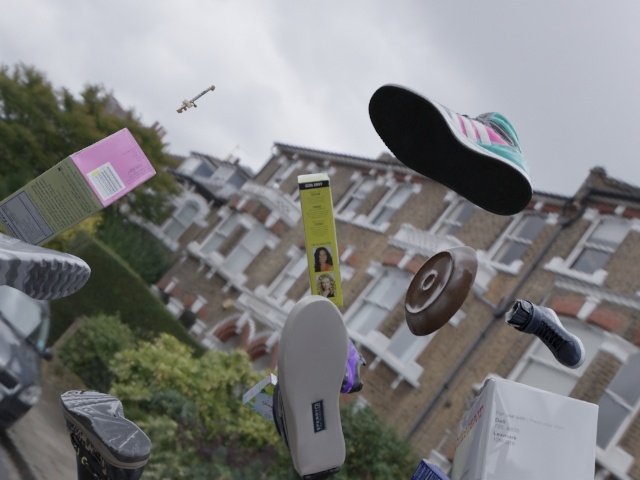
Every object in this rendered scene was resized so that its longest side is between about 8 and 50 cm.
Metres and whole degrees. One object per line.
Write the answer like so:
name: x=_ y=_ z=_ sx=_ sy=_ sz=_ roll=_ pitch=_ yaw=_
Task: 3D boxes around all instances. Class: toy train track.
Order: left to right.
toy train track: x=-0.226 y=-0.256 z=1.398 sx=0.048 sy=0.083 sz=0.014 roll=42 pitch=-13 yaw=54

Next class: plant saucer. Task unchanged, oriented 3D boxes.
plant saucer: x=0.218 y=0.087 z=1.445 sx=0.036 sy=0.199 sz=0.198 roll=34 pitch=-13 yaw=-17

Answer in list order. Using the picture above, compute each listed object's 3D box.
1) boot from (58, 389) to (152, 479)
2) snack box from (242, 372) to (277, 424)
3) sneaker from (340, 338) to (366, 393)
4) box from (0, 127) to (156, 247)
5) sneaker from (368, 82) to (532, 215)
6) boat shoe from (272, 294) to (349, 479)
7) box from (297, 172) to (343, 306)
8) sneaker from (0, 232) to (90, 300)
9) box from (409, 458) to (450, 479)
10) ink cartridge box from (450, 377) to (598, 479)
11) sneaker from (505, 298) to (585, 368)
boot: x=-0.505 y=0.516 z=1.711 sx=0.138 sy=0.285 sz=0.377 roll=3 pitch=11 yaw=-40
snack box: x=-0.103 y=0.388 z=1.828 sx=0.141 sy=0.100 sz=0.037 roll=38 pitch=22 yaw=-29
sneaker: x=0.062 y=0.339 z=2.297 sx=0.146 sy=0.294 sz=0.102 roll=17 pitch=-47 yaw=-29
box: x=-0.499 y=-0.100 z=1.554 sx=0.117 sy=0.242 sz=0.213 roll=59 pitch=25 yaw=-12
sneaker: x=0.220 y=-0.172 z=1.245 sx=0.295 sy=0.124 sz=0.178 roll=36 pitch=28 yaw=-3
boat shoe: x=-0.035 y=0.235 z=1.322 sx=0.158 sy=0.127 sz=0.341 roll=-143 pitch=-130 yaw=-60
box: x=0.000 y=0.000 z=1.372 sx=0.087 sy=0.058 sz=0.233 roll=-102 pitch=-176 yaw=-76
sneaker: x=-0.551 y=0.028 z=1.395 sx=0.281 sy=0.105 sz=0.115 roll=19 pitch=28 yaw=-47
box: x=0.220 y=0.507 z=1.338 sx=0.036 sy=0.137 sz=0.225 roll=27 pitch=5 yaw=-34
ink cartridge box: x=0.151 y=0.244 z=0.616 sx=0.092 sy=0.220 sz=0.160 roll=13 pitch=-28 yaw=5
sneaker: x=0.580 y=0.240 z=1.997 sx=0.163 sy=0.086 sz=0.226 roll=22 pitch=22 yaw=-29
